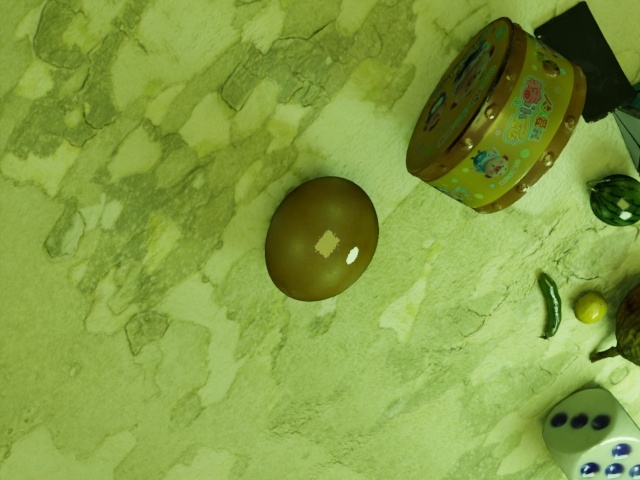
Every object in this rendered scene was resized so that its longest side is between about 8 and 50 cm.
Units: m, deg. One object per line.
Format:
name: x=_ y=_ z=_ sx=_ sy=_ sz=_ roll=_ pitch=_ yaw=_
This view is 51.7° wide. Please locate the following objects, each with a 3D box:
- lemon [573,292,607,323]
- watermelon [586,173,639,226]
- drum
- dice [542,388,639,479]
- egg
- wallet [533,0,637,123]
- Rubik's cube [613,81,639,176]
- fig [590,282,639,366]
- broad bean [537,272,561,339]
lemon: x=0.793 y=0.196 z=1.933 sx=0.082 sy=0.082 sz=0.111 roll=35 pitch=108 yaw=-14
watermelon: x=0.789 y=-0.117 z=1.783 sx=0.187 sy=0.141 sz=0.141 roll=27 pitch=108 yaw=-9
drum: x=0.397 y=-0.286 z=1.560 sx=0.214 sy=0.431 sz=0.431 roll=28 pitch=108 yaw=-12
dice: x=0.845 y=0.618 z=2.005 sx=0.251 sy=0.259 sz=0.243 roll=-37 pitch=106 yaw=12
egg: x=0.000 y=0.000 z=1.722 sx=0.282 sy=0.283 sz=0.351 roll=31 pitch=110 yaw=-13
wallet: x=0.664 y=-0.442 z=1.657 sx=0.146 sy=0.030 sz=0.285 roll=-28 pitch=86 yaw=5
Rubik's cube: x=0.921 y=-0.289 z=1.659 sx=0.259 sy=0.260 sz=0.255 roll=-28 pitch=108 yaw=6
fig: x=0.943 y=0.289 z=1.916 sx=0.286 sy=0.286 sz=0.369 roll=28 pitch=138 yaw=-12
broad bean: x=0.680 y=0.198 z=1.953 sx=0.069 sy=0.039 sz=0.227 roll=-4 pitch=112 yaw=6
